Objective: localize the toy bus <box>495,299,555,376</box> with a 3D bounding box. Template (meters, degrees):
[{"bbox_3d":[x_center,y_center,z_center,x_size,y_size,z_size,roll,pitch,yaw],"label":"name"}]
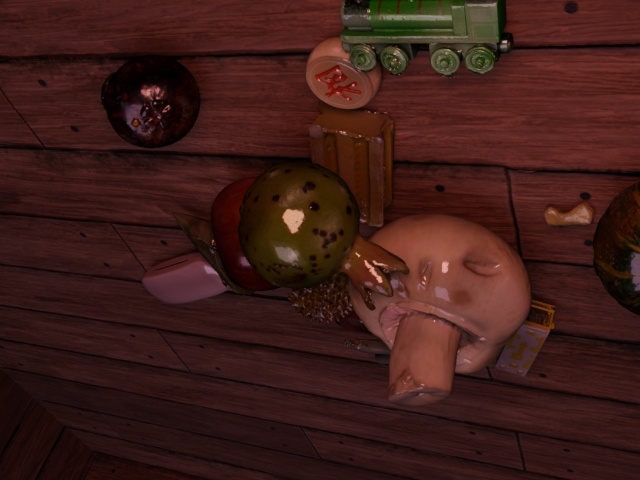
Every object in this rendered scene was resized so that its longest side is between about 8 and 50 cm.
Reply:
[{"bbox_3d":[0.418,0.200,1.692,0.081,0.074,0.226,18,148,8],"label":"toy bus"}]

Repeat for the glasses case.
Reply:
[{"bbox_3d":[-0.323,0.094,1.983,0.297,0.075,0.113,-16,130,43],"label":"glasses case"}]

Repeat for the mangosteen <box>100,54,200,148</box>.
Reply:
[{"bbox_3d":[-0.291,-0.245,1.424,0.172,0.184,0.172,-1,105,-4],"label":"mangosteen"}]

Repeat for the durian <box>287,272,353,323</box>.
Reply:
[{"bbox_3d":[0.035,0.102,1.739,0.183,0.138,0.250,37,139,-6],"label":"durian"}]

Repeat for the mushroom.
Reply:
[{"bbox_3d":[0.232,0.127,1.520,0.325,0.353,0.353,9,162,-43],"label":"mushroom"}]

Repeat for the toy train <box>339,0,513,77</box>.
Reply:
[{"bbox_3d":[0.142,-0.297,1.145,0.251,0.085,0.119,6,138,21],"label":"toy train"}]

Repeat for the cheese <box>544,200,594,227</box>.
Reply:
[{"bbox_3d":[0.419,-0.044,1.384,0.083,0.030,0.044,-1,120,39],"label":"cheese"}]

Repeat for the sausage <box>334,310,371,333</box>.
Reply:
[{"bbox_3d":[0.097,0.172,1.849,0.141,0.076,0.076,10,145,19],"label":"sausage"}]

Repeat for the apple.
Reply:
[{"bbox_3d":[-0.103,-0.008,1.590,0.234,0.234,0.234,16,147,11],"label":"apple"}]

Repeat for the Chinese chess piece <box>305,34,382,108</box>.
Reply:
[{"bbox_3d":[0.036,-0.261,1.281,0.122,0.051,0.122,15,147,10],"label":"Chinese chess piece"}]

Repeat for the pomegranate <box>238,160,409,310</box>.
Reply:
[{"bbox_3d":[-0.007,-0.005,1.390,0.286,0.231,0.231,36,145,-21],"label":"pomegranate"}]

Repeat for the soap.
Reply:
[{"bbox_3d":[0.058,-0.131,1.434,0.135,0.076,0.233,13,145,15],"label":"soap"}]

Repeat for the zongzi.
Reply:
[{"bbox_3d":[-0.231,0.033,1.828,0.204,0.094,0.205,19,147,13],"label":"zongzi"}]

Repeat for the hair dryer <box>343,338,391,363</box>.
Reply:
[{"bbox_3d":[0.150,0.258,1.901,0.225,0.088,0.219,3,164,-7],"label":"hair dryer"}]

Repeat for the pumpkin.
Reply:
[{"bbox_3d":[0.545,0.003,1.245,0.260,0.189,0.260,4,117,8],"label":"pumpkin"}]
